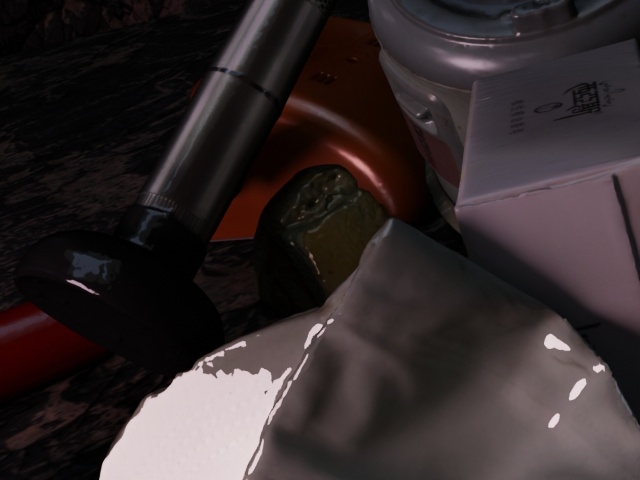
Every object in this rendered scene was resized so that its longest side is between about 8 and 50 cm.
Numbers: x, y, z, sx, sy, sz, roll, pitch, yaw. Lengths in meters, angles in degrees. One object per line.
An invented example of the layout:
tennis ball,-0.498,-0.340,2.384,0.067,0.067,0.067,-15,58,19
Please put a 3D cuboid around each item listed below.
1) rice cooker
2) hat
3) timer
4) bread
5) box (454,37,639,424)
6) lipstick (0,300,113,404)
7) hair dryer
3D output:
rice cooker,0.179,-0.134,1.168,0.264,0.316,0.316,-39,22,-9
hat,-0.002,0.162,0.703,0.301,0.168,0.258,-33,25,33
timer,0.038,-0.096,1.480,0.250,0.161,0.257,12,29,28
bread,-0.003,-0.002,1.217,0.103,0.110,0.156,-30,20,-22
box,0.151,0.018,0.863,0.111,0.194,0.260,-13,16,14
lipstick,-0.291,0.109,1.187,0.280,0.073,0.073,-23,19,-23
hair dryer,-0.078,-0.022,1.222,0.156,0.284,0.320,23,63,14
